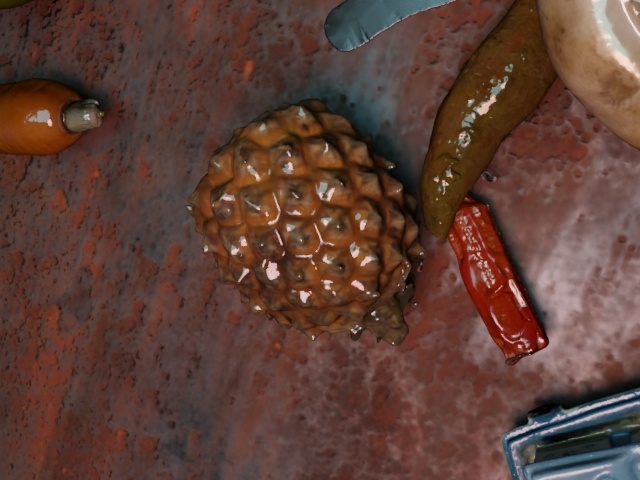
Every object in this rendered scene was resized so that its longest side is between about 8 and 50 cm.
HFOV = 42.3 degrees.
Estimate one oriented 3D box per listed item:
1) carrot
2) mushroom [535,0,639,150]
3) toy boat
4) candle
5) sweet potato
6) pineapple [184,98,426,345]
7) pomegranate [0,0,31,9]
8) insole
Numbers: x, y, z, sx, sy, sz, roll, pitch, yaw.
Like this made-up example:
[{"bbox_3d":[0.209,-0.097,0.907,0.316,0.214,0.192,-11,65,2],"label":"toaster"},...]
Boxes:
[{"bbox_3d":[-0.335,-0.115,0.775,0.336,0.069,0.069,4,96,26],"label":"carrot"},{"bbox_3d":[0.261,-0.159,0.493,0.255,0.184,0.255,-2,84,19],"label":"mushroom"},{"bbox_3d":[0.247,0.149,0.569,0.238,0.098,0.109,-18,92,20],"label":"toy boat"},{"bbox_3d":[0.127,0.012,0.622,0.048,0.053,0.162,-33,76,50],"label":"candle"},{"bbox_3d":[0.138,-0.129,0.598,0.067,0.067,0.274,27,93,15],"label":"sweet potato"},{"bbox_3d":[0.000,0.000,0.614,0.166,0.166,0.193,-41,81,18],"label":"pineapple"},{"bbox_3d":[-0.297,-0.285,0.666,0.179,0.210,0.179,-9,76,38],"label":"pomegranate"},{"bbox_3d":[0.070,-0.196,0.648,0.152,0.002,0.053,-29,85,19],"label":"insole"}]
